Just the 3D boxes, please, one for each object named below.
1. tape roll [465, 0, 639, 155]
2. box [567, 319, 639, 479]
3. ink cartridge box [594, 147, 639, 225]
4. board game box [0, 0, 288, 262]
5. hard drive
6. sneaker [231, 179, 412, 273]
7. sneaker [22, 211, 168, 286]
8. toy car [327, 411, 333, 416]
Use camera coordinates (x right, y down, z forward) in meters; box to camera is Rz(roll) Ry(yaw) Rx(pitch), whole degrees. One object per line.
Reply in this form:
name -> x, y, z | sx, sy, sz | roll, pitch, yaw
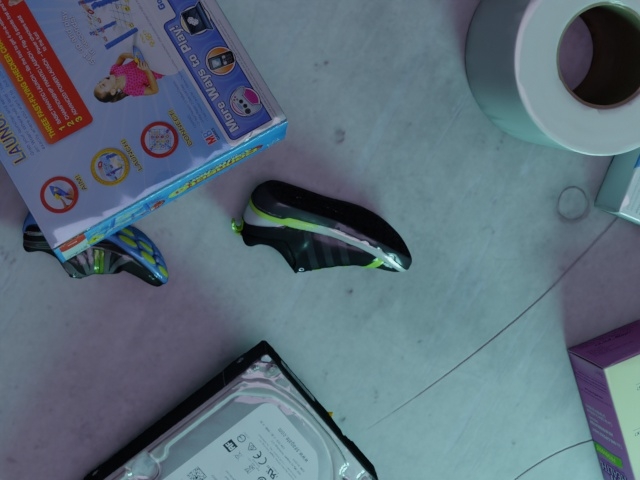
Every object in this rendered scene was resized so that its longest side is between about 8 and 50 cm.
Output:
tape roll -> 0.324, -0.234, 1.773 | 0.246, 0.169, 0.246 | -3, 100, -15
box -> 0.483, 0.230, 1.918 | 0.213, 0.117, 0.243 | -21, 103, -11
ink cartridge box -> 0.486, -0.072, 1.890 | 0.190, 0.082, 0.140 | 21, 93, -16
board game box -> -0.243, -0.182, 1.616 | 0.302, 0.086, 0.308 | -29, 82, -9
hard drive -> -0.128, 0.316, 1.762 | 0.339, 0.064, 0.237 | -37, 106, 6
sneaker -> 0.000, 0.000, 1.785 | 0.234, 0.084, 0.097 | 22, 117, -16
sneaker -> -0.273, 0.013, 1.715 | 0.188, 0.067, 0.078 | 21, 114, -19
toy car -> -0.042, 0.256, 1.819 | 0.122, 0.040, 0.060 | -9, 83, -13
